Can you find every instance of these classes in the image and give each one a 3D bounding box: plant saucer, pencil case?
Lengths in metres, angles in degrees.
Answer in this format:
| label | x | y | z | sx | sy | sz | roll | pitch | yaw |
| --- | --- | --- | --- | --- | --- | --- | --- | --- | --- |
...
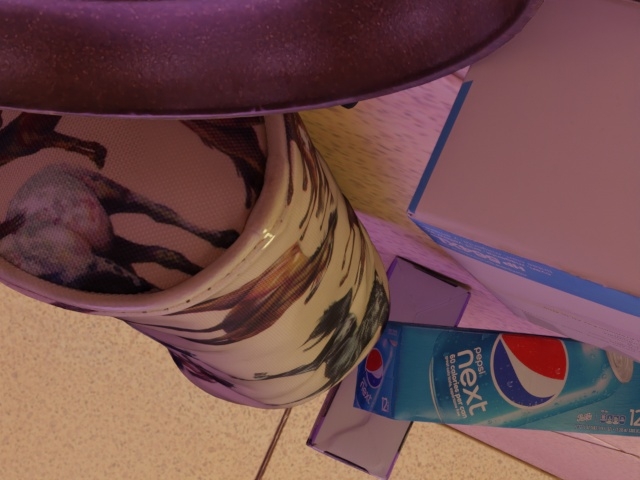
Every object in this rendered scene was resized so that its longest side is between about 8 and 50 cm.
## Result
| label | x | y | z | sx | sy | sz | roll | pitch | yaw |
| --- | --- | --- | --- | --- | --- | --- | --- | --- | --- |
| plant saucer | -0.091 | -0.098 | 0.404 | 0.310 | 0.050 | 0.310 | 3 | 168 | 1 |
| pencil case | -0.067 | -0.002 | 0.841 | 0.183 | 0.160 | 0.410 | 31 | 174 | 15 |

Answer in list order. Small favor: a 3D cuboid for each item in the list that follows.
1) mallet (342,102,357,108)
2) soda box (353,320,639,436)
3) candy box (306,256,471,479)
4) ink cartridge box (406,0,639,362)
| label | x | y | z | sx | sy | sz | roll | pitch | yaw |
| --- | --- | --- | --- | --- | --- | --- | --- | --- | --- |
| mallet | -0.062 | -0.106 | 0.624 | 0.190 | 0.062 | 0.039 | 11 | 180 | -26 |
| soda box | 0.134 | 0.099 | 1.042 | 0.210 | 0.067 | 0.071 | 6 | 179 | -22 |
| candy box | 0.053 | 0.112 | 1.217 | 0.070 | 0.165 | 0.196 | 25 | 172 | 2 |
| ink cartridge box | 0.108 | -0.013 | 0.506 | 0.090 | 0.092 | 0.143 | 20 | 171 | 28 |
